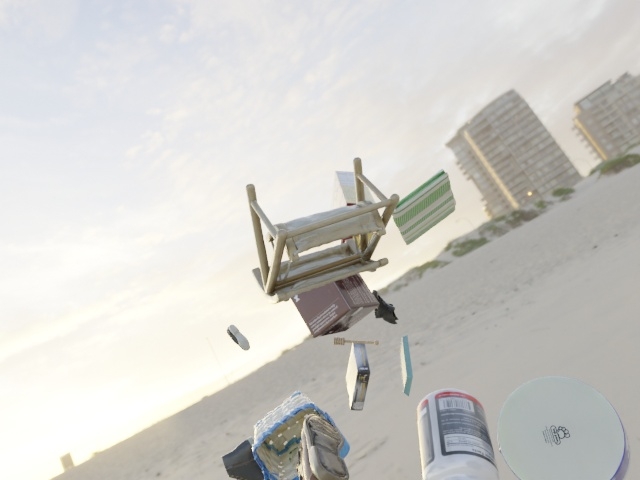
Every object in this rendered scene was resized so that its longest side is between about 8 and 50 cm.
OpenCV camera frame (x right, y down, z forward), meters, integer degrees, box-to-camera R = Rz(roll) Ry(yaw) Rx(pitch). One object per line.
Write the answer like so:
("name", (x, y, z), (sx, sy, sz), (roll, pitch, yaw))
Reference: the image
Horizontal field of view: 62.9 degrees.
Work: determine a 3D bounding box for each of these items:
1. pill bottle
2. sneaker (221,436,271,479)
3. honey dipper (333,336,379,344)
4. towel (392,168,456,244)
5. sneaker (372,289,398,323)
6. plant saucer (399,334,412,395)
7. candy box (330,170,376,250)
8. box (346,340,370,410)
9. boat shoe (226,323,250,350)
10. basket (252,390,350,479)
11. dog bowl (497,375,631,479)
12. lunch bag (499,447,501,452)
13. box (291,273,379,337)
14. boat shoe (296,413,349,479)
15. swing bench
("pill bottle", (0.386, 0.619, 1.478), (0.210, 0.210, 0.363), (-36, 20, 24))
("sneaker", (-0.218, 0.743, 1.642), (0.118, 0.222, 0.083), (-27, -3, -16))
("honey dipper", (0.125, 0.355, 1.836), (0.160, 0.031, 0.030), (-1, -8, 17))
("towel", (0.377, -0.114, 1.896), (0.248, 0.038, 0.325), (-37, -27, 4))
("sneaker", (0.259, 0.265, 2.099), (0.089, 0.170, 0.051), (-2, 33, 17))
("plant saucer", (0.232, 0.337, 1.429), (0.018, 0.067, 0.192), (6, 24, 2))
("candy box", (0.085, -0.071, 1.491), (0.087, 0.183, 0.316), (4, 22, -6))
("box", (0.158, 0.577, 2.231), (0.056, 0.183, 0.231), (4, -60, -6))
("boat shoe", (-0.328, 0.391, 2.075), (0.038, 0.125, 0.046), (-47, -9, 34))
("basket", (-0.057, 0.570, 1.447), (0.254, 0.201, 0.289), (-36, 16, -3))
("dog bowl", (0.541, 0.446, 1.176), (0.265, 0.265, 0.104), (-33, -45, 12))
("lunch bag", (0.584, 0.545, 1.527), (0.151, 0.096, 0.129), (-30, -40, -31))
("box", (0.046, 0.190, 1.676), (0.168, 0.167, 0.203), (-41, -22, 24))
("boat shoe", (-0.012, 0.500, 1.197), (0.104, 0.110, 0.307), (-62, 2, 3))
("swing bench", (0.000, 0.000, 1.059), (0.253, 0.165, 0.255), (-18, -44, -20))
